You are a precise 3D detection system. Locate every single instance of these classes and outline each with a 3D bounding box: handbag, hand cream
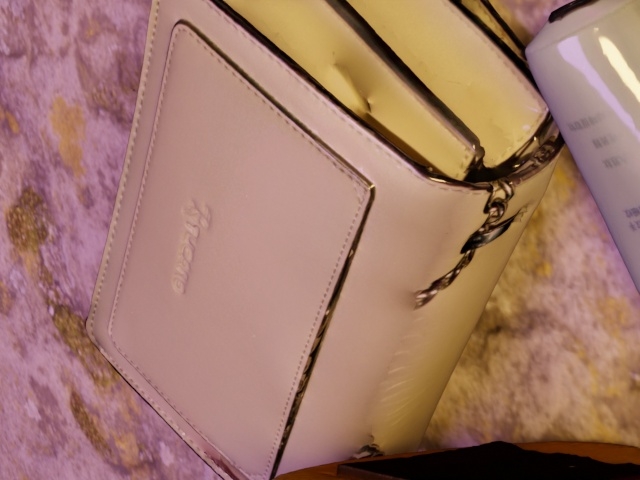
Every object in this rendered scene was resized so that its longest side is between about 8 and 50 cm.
[{"bbox_3d":[0.000,0.000,1.072,0.237,0.160,0.358,47,143,24],"label":"handbag"},{"bbox_3d":[0.206,0.016,0.904,0.109,0.067,0.320,-20,100,55],"label":"hand cream"}]

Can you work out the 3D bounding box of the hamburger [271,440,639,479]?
[{"bbox_3d":[0.088,0.211,0.956,0.300,0.300,0.176,-3,91,55],"label":"hamburger"}]
